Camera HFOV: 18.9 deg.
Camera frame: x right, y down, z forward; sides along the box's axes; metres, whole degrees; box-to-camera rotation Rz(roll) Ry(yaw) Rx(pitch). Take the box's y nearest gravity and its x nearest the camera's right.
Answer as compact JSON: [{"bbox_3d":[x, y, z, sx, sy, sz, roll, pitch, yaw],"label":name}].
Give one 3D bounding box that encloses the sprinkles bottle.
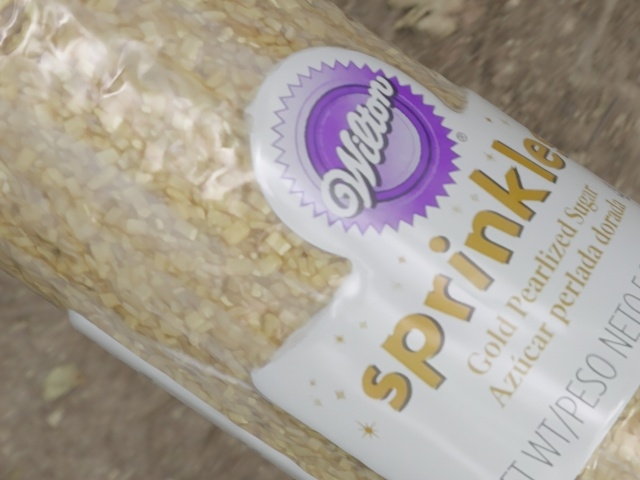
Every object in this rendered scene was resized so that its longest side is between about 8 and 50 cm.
[{"bbox_3d":[0.000,0.000,0.533,0.355,0.121,0.121,34,112,0],"label":"sprinkles bottle"}]
